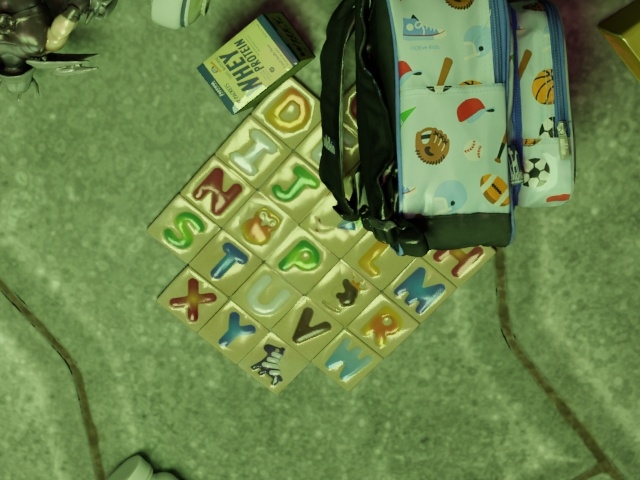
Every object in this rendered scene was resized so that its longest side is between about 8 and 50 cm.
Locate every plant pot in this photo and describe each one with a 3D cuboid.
[{"bbox_3d":[0.322,-0.190,1.088,0.083,0.081,0.081,-40,105,9],"label":"plant pot"}]

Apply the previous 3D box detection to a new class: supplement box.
[{"bbox_3d":[-0.059,-0.168,1.108,0.083,0.083,0.056,-37,93,16],"label":"supplement box"}]

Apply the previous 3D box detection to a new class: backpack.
[{"bbox_3d":[0.108,-0.131,1.031,0.213,0.276,0.263,-11,98,-7],"label":"backpack"}]

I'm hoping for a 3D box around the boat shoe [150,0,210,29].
[{"bbox_3d":[-0.072,-0.324,1.040,0.094,0.109,0.302,19,109,-7],"label":"boat shoe"}]

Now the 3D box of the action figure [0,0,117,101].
[{"bbox_3d":[-0.281,-0.262,1.086,0.185,0.099,0.285,2,116,-5],"label":"action figure"}]

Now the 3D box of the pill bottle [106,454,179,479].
[{"bbox_3d":[-0.170,0.318,1.317,0.087,0.087,0.160,-38,106,16],"label":"pill bottle"}]

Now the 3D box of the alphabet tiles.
[{"bbox_3d":[0.000,0.000,1.219,0.285,0.011,0.342,40,109,-12],"label":"alphabet tiles"}]
